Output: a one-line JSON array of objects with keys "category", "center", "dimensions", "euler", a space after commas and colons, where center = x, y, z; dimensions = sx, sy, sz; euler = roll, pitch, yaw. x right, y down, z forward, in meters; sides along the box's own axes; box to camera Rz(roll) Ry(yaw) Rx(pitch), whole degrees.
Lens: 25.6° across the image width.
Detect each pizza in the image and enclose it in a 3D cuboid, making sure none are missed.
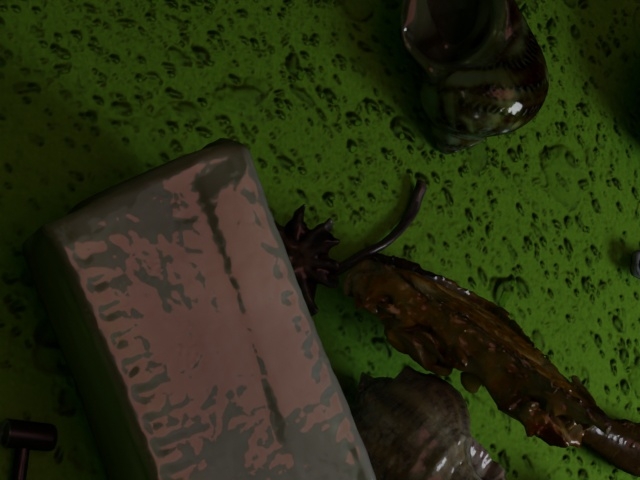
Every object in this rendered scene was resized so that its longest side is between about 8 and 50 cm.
[{"category": "pizza", "center": [0.166, 0.109, 1.423], "dimensions": [0.287, 0.251, 0.074], "euler": [37, 102, 11]}]

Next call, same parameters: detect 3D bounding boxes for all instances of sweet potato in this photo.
[{"category": "sweet potato", "center": [0.361, 0.236, 1.617], "dimensions": [0.273, 0.067, 0.067], "euler": [27, 66, -26]}]

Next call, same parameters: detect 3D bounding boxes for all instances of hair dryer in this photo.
[{"category": "hair dryer", "center": [-0.260, 0.200, 1.237], "dimensions": [0.047, 0.026, 0.083], "euler": [12, 77, -30]}]

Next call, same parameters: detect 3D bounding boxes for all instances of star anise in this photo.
[{"category": "star anise", "center": [0.000, 0.000, 1.458], "dimensions": [0.148, 0.218, 0.227], "euler": [45, 10, 16]}]

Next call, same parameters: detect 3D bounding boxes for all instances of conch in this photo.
[{"category": "conch", "center": [0.102, 0.258, 1.380], "dimensions": [0.210, 0.159, 0.291], "euler": [53, 12, -54]}, {"category": "conch", "center": [0.160, -0.194, 1.547], "dimensions": [0.187, 0.124, 0.181], "euler": [23, 75, -2]}]

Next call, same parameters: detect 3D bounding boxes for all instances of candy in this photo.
[{"category": "candy", "center": [-0.114, 0.110, 1.270], "dimensions": [0.208, 0.145, 0.359], "euler": [-23, 92, -26]}]

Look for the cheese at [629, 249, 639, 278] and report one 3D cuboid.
[{"category": "cheese", "center": [0.446, 0.047, 1.723], "dimensions": [0.171, 0.047, 0.092], "euler": [39, 60, -20]}]
